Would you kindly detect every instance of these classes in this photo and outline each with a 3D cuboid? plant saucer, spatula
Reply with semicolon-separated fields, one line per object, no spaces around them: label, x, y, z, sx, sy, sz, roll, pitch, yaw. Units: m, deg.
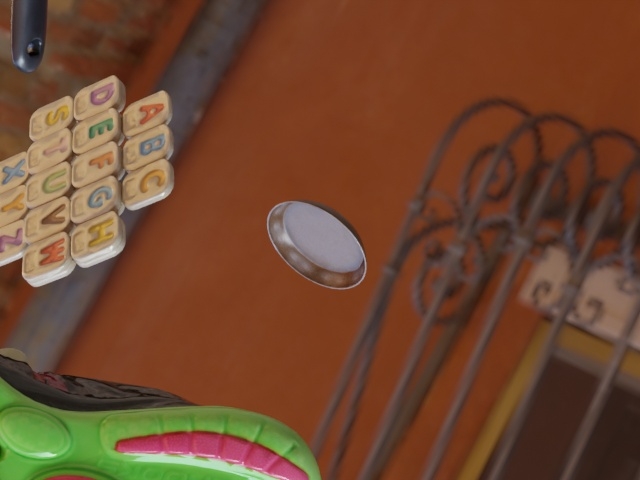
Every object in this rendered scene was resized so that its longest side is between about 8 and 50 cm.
plant saucer;0.000;0.000;2.532;0.168;0.029;0.168;24;143;20
spatula;-0.196;-0.267;1.233;0.030;0.296;0.084;16;-167;35

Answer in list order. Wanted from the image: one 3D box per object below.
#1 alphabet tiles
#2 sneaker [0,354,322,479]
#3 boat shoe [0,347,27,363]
alphabet tiles;-0.306;-0.078;2.145;0.278;0.284;0.021;-21;139;19
sneaker;-0.243;0.179;1.402;0.483;0.185;0.202;19;166;-5
boat shoe;-0.306;0.149;1.501;0.049;0.137;0.043;27;149;29
